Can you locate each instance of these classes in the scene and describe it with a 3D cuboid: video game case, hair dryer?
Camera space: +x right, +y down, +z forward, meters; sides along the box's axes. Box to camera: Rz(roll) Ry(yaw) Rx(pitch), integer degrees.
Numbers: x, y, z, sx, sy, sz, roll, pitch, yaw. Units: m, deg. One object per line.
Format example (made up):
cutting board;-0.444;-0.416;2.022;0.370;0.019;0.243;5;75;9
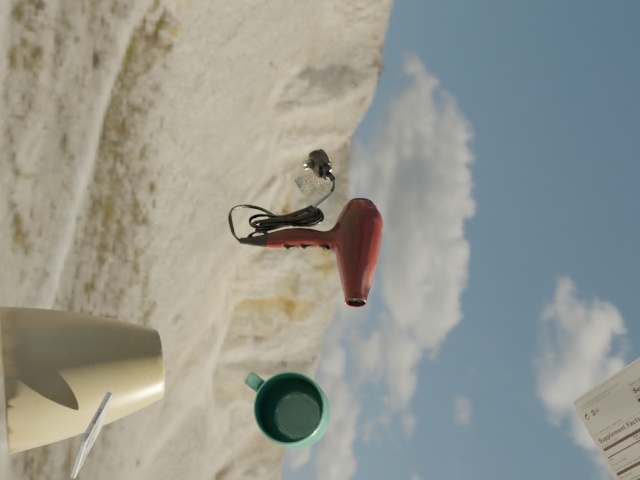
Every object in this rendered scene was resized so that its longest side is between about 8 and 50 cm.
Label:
video game case;-0.371;0.313;1.602;0.122;0.011;0.087;-73;-174;-59
hair dryer;0.000;0.000;1.698;0.293;0.224;0.080;49;-5;29

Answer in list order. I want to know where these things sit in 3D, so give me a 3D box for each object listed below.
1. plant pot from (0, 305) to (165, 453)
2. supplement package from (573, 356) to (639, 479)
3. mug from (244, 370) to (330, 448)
plant pot;-0.424;0.235;1.765;0.256;0.274;0.256;177;-90;-71
supplement package;0.484;0.185;1.190;0.145;0.262;0.204;64;-32;20
mug;-0.052;0.296;1.778;0.097;0.129;0.157;61;7;-67
